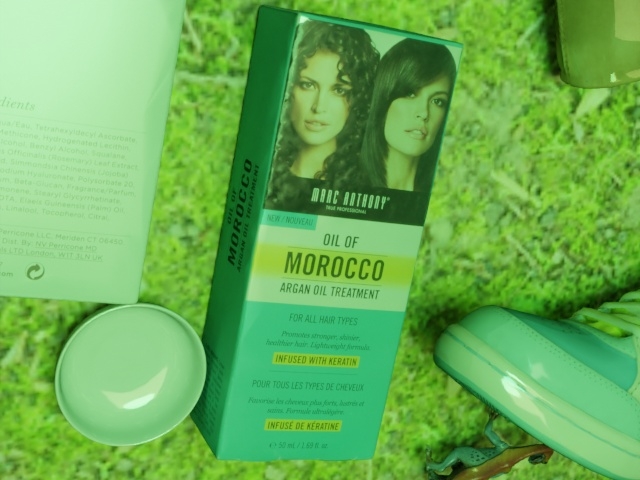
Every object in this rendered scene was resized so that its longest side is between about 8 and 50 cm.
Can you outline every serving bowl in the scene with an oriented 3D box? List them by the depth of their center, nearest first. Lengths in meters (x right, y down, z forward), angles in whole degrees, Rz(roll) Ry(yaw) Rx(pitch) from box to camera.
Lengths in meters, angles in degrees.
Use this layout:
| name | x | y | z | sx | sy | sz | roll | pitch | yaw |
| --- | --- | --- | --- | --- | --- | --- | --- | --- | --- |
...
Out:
| name | x | y | z | sx | sy | sz | roll | pitch | yaw |
| --- | --- | --- | --- | --- | --- | --- | --- | --- | --- |
| serving bowl | -0.107 | 0.070 | 0.563 | 0.083 | 0.027 | 0.083 | -7 | 109 | -21 |

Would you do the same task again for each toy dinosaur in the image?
| name | x | y | z | sx | sy | sz | roll | pitch | yaw |
| --- | --- | --- | --- | --- | --- | --- | --- | --- | --- |
| toy dinosaur | 0.111 | 0.149 | 0.659 | 0.082 | 0.090 | 0.047 | -2 | 127 | 10 |

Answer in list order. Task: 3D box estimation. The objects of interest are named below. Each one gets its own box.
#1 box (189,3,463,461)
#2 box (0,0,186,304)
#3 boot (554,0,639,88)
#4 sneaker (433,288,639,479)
| name | x | y | z | sx | sy | sz | roll | pitch | yaw |
| --- | --- | --- | --- | --- | --- | --- | --- | --- | --- |
| box | 0.000 | 0.000 | 0.569 | 0.101 | 0.060 | 0.244 | 5 | 104 | -24 |
| box | -0.125 | -0.073 | 0.455 | 0.091 | 0.130 | 0.170 | 6 | 103 | -23 |
| boot | 0.226 | -0.247 | 0.580 | 0.236 | 0.089 | 0.269 | -16 | 111 | -5 |
| sneaker | 0.224 | 0.047 | 0.644 | 0.319 | 0.127 | 0.208 | 22 | 98 | -36 |
